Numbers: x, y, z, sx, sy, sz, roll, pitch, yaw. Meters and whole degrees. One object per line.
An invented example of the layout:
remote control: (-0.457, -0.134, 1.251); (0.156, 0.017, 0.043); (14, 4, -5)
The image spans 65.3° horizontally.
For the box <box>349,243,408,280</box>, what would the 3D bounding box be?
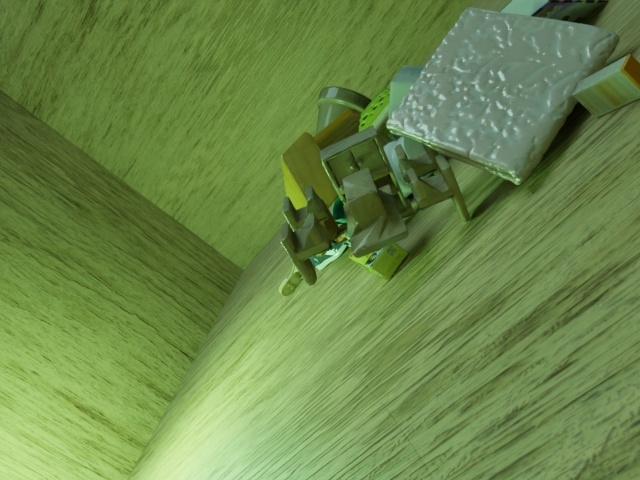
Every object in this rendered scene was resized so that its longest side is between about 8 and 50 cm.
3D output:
box: (0.144, 0.038, 1.281); (0.087, 0.058, 0.232); (-53, 10, -1)

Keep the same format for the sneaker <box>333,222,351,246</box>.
sneaker: (0.117, -0.021, 1.544); (0.084, 0.083, 0.215); (-62, 14, -12)

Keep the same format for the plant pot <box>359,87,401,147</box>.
plant pot: (0.266, -0.403, 1.820); (0.228, 0.227, 0.207); (-51, 16, 6)

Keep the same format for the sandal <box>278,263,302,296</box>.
sandal: (-0.072, 0.127, 1.965); (0.079, 0.088, 0.240); (36, 95, 49)

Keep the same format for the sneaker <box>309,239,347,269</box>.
sneaker: (-0.001, 0.001, 1.765); (0.226, 0.163, 0.086); (-41, 13, 42)

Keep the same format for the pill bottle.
pill bottle: (0.214, -0.193, 1.482); (0.283, 0.160, 0.160); (-38, 17, 52)

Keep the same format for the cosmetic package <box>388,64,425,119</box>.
cosmetic package: (0.322, -0.402, 1.412); (0.225, 0.224, 0.138); (-61, -25, -55)

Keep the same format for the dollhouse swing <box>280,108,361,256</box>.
dollhouse swing: (0.055, -0.180, 1.587); (0.304, 0.315, 0.347); (-27, -19, -10)

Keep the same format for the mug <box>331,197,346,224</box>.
mug: (0.110, -0.117, 1.786); (0.157, 0.097, 0.130); (4, 79, 66)

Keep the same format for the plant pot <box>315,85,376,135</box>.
plant pot: (0.085, -0.449, 1.992); (0.263, 0.263, 0.229); (175, 115, -76)

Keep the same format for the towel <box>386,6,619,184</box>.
towel: (0.335, -0.294, 0.966); (0.317, 0.053, 0.332); (31, 82, 37)

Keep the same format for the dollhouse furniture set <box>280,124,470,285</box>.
dollhouse furniture set: (0.128, -0.066, 1.181); (0.362, 0.257, 0.394); (-24, 29, 11)

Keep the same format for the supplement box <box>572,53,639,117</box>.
supplement box: (0.470, -0.247, 0.804); (0.036, 0.062, 0.098); (-56, 12, -18)

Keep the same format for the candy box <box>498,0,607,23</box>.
candy box: (0.548, -0.555, 1.203); (0.196, 0.070, 0.165); (-12, -8, -24)
